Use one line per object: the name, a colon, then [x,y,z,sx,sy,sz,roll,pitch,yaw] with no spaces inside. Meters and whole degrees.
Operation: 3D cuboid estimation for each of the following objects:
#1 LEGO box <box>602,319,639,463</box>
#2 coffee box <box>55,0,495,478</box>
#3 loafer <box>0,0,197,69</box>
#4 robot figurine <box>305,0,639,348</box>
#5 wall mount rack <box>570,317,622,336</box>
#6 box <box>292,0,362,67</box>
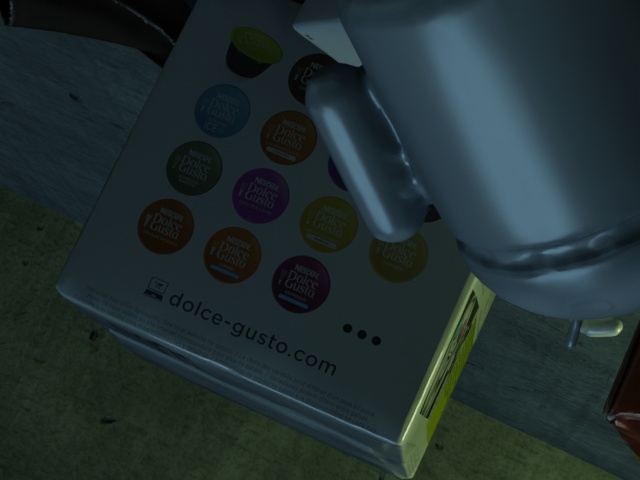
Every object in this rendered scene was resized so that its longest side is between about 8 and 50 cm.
LEGO box: [0.406,0.143,0.890,0.372,0.193,0.500,22,170,24]
coffee box: [0.000,0.000,1.461,0.337,0.334,0.338,23,169,11]
loafer: [-0.264,-0.252,1.454,0.366,0.130,0.134,31,167,-21]
robot figurine: [0.143,-0.098,0.920,0.299,0.200,0.353,-20,114,20]
wall mount rack: [0.327,-0.020,1.223,0.304,0.131,0.350,-12,154,17]
box: [0.055,-0.179,1.188,0.102,0.087,0.101,34,166,-30]
